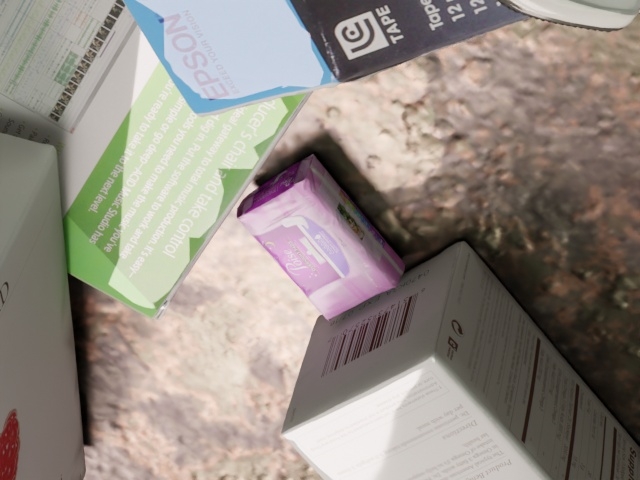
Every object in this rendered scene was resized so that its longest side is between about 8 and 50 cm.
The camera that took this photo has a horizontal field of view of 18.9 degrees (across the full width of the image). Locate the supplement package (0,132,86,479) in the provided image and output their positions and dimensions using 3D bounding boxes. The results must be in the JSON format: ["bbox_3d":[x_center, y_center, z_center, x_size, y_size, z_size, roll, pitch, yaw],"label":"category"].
[{"bbox_3d":[-0.236,0.088,0.994,0.175,0.177,0.293,14,141,8],"label":"supplement package"}]

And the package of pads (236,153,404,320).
[{"bbox_3d":[0.000,0.000,1.008,0.050,0.032,0.083,-29,114,28],"label":"package of pads"}]

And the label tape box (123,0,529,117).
[{"bbox_3d":[0.054,-0.217,0.770,0.348,0.115,0.249,-17,124,21],"label":"label tape box"}]

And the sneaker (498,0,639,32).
[{"bbox_3d":[0.176,-0.133,0.698,0.229,0.086,0.132,8,128,1],"label":"sneaker"}]

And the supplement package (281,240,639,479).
[{"bbox_3d":[0.082,0.110,1.021,0.105,0.105,0.179,-29,114,28],"label":"supplement package"}]

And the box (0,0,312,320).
[{"bbox_3d":[-0.163,-0.122,0.946,0.322,0.058,0.232,31,126,-8],"label":"box"}]
